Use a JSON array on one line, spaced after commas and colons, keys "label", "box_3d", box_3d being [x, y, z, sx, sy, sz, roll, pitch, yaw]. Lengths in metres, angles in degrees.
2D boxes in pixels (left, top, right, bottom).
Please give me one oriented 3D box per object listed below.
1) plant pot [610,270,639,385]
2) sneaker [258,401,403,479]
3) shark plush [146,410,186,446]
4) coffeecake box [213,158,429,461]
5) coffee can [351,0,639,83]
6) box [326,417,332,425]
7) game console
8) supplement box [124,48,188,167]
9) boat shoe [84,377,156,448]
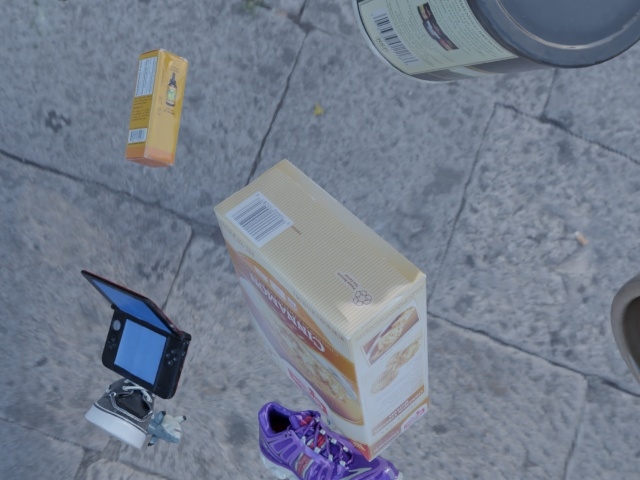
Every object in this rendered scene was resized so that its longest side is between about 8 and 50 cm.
[{"label": "plant pot", "box_3d": [0.407, 0.061, 0.648, 0.229, 0.263, 0.263, -40, 88, -14]}, {"label": "sneaker", "box_3d": [-0.002, 0.193, 0.751, 0.068, 0.170, 0.071, -33, 120, -39]}, {"label": "shark plush", "box_3d": [-0.371, 0.419, 1.804, 0.161, 0.073, 0.067, -11, 63, 22]}, {"label": "coffeecake box", "box_3d": [0.007, 0.055, 0.596, 0.068, 0.185, 0.142, -37, 56, -19]}, {"label": "coffee can", "box_3d": [0.166, -0.259, 0.787, 0.202, 0.275, 0.201, -2, 98, -16]}, {"label": "box", "box_3d": [0.091, 0.322, 1.656, 0.169, 0.059, 0.054, -11, 54, -9]}, {"label": "game console", "box_3d": [-0.237, 0.115, 1.001, 0.085, 0.144, 0.124, 14, 93, -51]}, {"label": "supplement box", "box_3d": [-0.341, -0.274, 1.709, 0.078, 0.080, 0.233, 16, 80, -48]}, {"label": "boat shoe", "box_3d": [-0.338, 0.289, 1.449, 0.108, 0.301, 0.102, 33, 79, -6]}]
